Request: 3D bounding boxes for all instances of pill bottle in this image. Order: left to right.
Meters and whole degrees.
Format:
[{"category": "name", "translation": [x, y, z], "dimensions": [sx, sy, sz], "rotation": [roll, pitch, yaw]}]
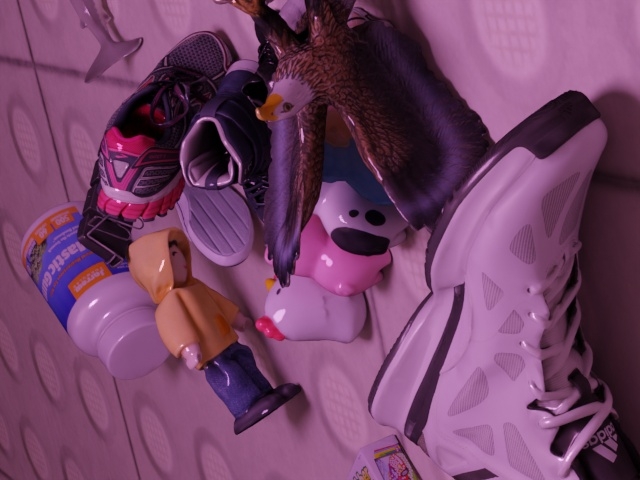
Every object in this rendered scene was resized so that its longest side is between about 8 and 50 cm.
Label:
[{"category": "pill bottle", "translation": [-0.328, 0.078, 2.631], "dimensions": [0.272, 0.152, 0.152], "rotation": [50, 148, 37]}]

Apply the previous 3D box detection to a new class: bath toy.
[{"category": "bath toy", "translation": [0.000, 0.000, 1.931], "dimensions": [0.151, 0.129, 0.348], "rotation": [57, 153, 26]}]

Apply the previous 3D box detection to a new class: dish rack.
[{"category": "dish rack", "translation": [-0.214, -0.109, 2.237], "dimensions": [0.271, 0.074, 0.208], "rotation": [-37, 35, 45]}]

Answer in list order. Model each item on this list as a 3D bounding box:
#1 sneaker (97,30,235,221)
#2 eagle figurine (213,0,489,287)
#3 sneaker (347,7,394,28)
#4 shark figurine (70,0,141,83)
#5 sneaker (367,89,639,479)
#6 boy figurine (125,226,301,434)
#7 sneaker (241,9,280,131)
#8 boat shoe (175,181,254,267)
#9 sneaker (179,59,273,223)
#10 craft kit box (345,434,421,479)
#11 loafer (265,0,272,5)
[{"category": "sneaker", "translation": [-0.166, -0.150, 2.030], "dimensions": [0.121, 0.299, 0.112], "rotation": [12, 133, 9]}, {"category": "eagle figurine", "translation": [0.008, -0.128, 1.684], "dimensions": [0.226, 0.225, 0.298], "rotation": [4, 120, 66]}, {"category": "sneaker", "translation": [0.035, -0.212, 1.804], "dimensions": [0.109, 0.044, 0.040], "rotation": [24, 131, 59]}, {"category": "shark figurine", "translation": [-0.347, -0.355, 2.405], "dimensions": [0.166, 0.116, 0.278], "rotation": [9, 114, 64]}, {"category": "sneaker", "translation": [0.218, 0.087, 1.566], "dimensions": [0.257, 0.169, 0.447], "rotation": [41, 140, 20]}, {"category": "boy figurine", "translation": [-0.144, 0.108, 2.276], "dimensions": [0.092, 0.177, 0.285], "rotation": [-37, 83, 26]}, {"category": "sneaker", "translation": [-0.052, -0.184, 1.941], "dimensions": [0.170, 0.089, 0.051], "rotation": [57, 144, 25]}, {"category": "boat shoe", "translation": [-0.138, -0.030, 2.270], "dimensions": [0.226, 0.083, 0.076], "rotation": [-118, 12, -45]}, {"category": "sneaker", "translation": [-0.084, -0.068, 1.987], "dimensions": [0.086, 0.163, 0.226], "rotation": [-8, 119, 24]}, {"category": "craft kit box", "translation": [0.102, 0.396, 2.104], "dimensions": [0.246, 0.061, 0.250], "rotation": [60, 153, 27]}, {"category": "loafer", "translation": [-0.081, -0.322, 1.900], "dimensions": [0.112, 0.111, 0.319], "rotation": [51, 179, -25]}]
